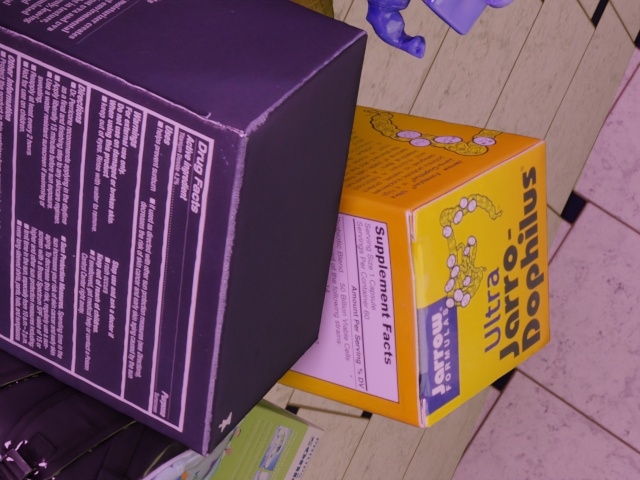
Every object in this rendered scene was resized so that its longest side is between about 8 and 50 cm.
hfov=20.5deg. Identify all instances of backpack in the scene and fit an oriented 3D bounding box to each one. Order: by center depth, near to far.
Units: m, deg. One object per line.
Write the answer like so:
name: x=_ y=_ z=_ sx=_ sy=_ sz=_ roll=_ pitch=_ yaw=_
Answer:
backpack: x=-0.190 y=0.136 z=1.453 sx=0.253 sy=0.225 sz=0.191 roll=-30 pitch=158 yaw=-33

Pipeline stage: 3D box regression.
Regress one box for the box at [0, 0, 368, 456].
box: x=-0.146 y=-0.049 z=1.302 sx=0.183 sy=0.294 sz=0.296 roll=-43 pitch=151 yaw=-46

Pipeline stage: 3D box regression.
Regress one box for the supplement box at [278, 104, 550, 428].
supplement box: x=0.000 y=0.000 z=1.541 sx=0.195 sy=0.356 sz=0.194 roll=-28 pitch=123 yaw=-44

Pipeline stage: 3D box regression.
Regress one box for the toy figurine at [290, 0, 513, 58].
toy figurine: x=0.074 y=-0.254 z=1.574 sx=0.362 sy=0.217 sz=0.191 roll=-51 pitch=147 yaw=3

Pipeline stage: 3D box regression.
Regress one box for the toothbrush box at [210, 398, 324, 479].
toothbrush box: x=-0.144 y=0.176 z=1.695 sx=0.122 sy=0.206 sz=0.283 roll=-65 pitch=161 yaw=-2
